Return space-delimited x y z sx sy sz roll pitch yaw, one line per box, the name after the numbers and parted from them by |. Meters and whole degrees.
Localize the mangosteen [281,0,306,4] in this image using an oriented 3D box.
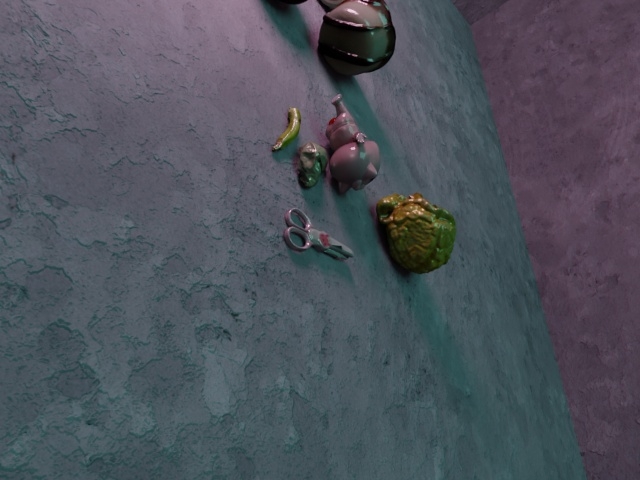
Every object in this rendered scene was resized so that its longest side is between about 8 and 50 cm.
-0.076 -0.894 1.544 0.236 0.262 0.235 30 48 -41 | mangosteen

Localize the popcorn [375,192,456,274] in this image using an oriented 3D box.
0.321 -0.035 1.570 0.174 0.225 0.285 -23 90 -58 | popcorn

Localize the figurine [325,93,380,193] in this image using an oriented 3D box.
0.100 -0.290 1.493 0.186 0.176 0.287 -1 62 -46 | figurine

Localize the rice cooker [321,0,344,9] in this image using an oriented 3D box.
0.096 -1.012 1.879 0.226 0.226 0.244 55 38 -14 | rice cooker

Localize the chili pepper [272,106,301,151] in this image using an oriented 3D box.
-0.086 -0.309 1.376 0.049 0.043 0.208 53 36 -37 | chili pepper

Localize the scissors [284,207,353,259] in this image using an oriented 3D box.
0.000 0.000 1.310 0.242 0.031 0.118 25 52 -37 | scissors

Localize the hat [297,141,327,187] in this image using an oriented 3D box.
-0.010 -0.227 1.400 0.122 0.081 0.166 64 26 -5 | hat

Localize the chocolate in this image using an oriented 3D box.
0.106 -0.704 1.691 0.186 0.284 0.283 -34 98 -35 | chocolate
